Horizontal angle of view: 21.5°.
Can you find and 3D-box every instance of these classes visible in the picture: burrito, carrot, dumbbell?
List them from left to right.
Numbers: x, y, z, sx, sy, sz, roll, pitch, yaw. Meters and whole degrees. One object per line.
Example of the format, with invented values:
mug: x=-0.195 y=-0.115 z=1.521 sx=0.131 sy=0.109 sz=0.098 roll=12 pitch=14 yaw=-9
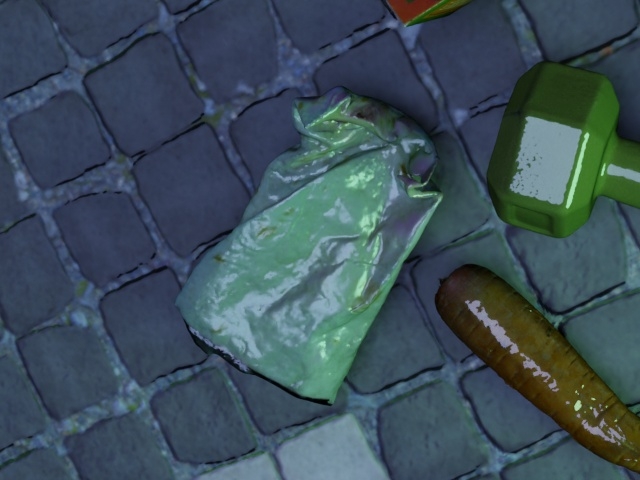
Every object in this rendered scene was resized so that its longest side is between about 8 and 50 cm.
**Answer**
burrito: x=0.000 y=0.000 z=1.252 sx=0.144 sy=0.089 sz=0.229 roll=30 pitch=109 yaw=-5
carrot: x=0.180 y=0.108 z=1.232 sx=0.248 sy=0.059 sz=0.059 roll=42 pitch=109 yaw=3
dumbbell: x=0.267 y=-0.029 z=1.150 sx=0.302 sy=0.121 sz=0.108 roll=18 pitch=76 yaw=15

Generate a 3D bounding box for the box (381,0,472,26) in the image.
box: x=0.106 y=-0.269 z=1.133 sx=0.195 sy=0.148 sz=0.177 roll=-29 pitch=92 yaw=21
